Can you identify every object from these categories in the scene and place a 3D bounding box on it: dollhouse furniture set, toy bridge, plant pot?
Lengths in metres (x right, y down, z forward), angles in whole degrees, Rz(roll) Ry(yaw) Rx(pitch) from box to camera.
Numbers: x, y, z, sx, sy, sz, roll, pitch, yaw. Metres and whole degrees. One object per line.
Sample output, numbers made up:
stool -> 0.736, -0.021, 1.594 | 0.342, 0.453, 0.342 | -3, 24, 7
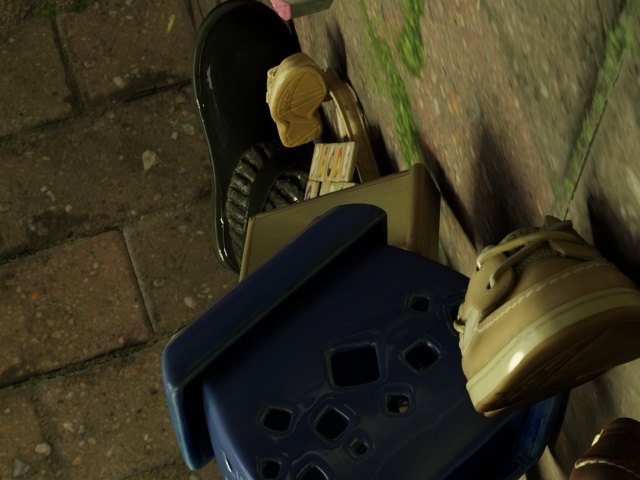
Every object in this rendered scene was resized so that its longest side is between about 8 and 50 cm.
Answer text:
dollhouse furniture set -> 0.059, 0.073, 1.641 | 0.212, 0.161, 0.242 | -84, -30, -46
toy bridge -> 0.031, -0.112, 1.918 | 0.063, 0.026, 0.188 | 81, 171, -47
plant pot -> 0.020, 0.123, 1.391 | 0.212, 0.236, 0.236 | 45, 165, 18

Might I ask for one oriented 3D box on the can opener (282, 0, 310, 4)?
can opener -> -0.009, -0.239, 1.580 | 0.283, 0.095, 0.076 | -138, 32, -78

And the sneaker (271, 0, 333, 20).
sneaker -> -0.021, -0.293, 1.761 | 0.077, 0.072, 0.178 | -94, 0, -58

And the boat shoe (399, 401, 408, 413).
boat shoe -> 0.140, 0.361, 1.576 | 0.156, 0.187, 0.500 | -149, 38, -71

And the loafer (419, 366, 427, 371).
loafer -> 0.107, 0.205, 1.940 | 0.078, 0.076, 0.223 | 30, 137, 61

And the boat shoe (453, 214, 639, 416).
boat shoe -> 0.125, 0.040, 1.125 | 0.302, 0.109, 0.098 | 75, 176, -81

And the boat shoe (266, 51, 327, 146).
boat shoe -> -0.031, -0.152, 1.945 | 0.170, 0.063, 0.059 | 95, 154, -68

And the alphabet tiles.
alphabet tiles -> 0.000, 0.000, 1.891 | 0.237, 0.009, 0.198 | -169, 91, -79

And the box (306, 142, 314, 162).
box -> 0.002, 0.054, 2.435 | 0.293, 0.073, 0.295 | 80, 170, -55

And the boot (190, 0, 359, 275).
boot -> -0.048, -0.099, 2.159 | 0.260, 0.131, 0.348 | -155, 57, -73

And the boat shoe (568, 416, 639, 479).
boat shoe -> 0.188, 0.192, 1.190 | 0.207, 0.073, 0.073 | 85, -155, -49
